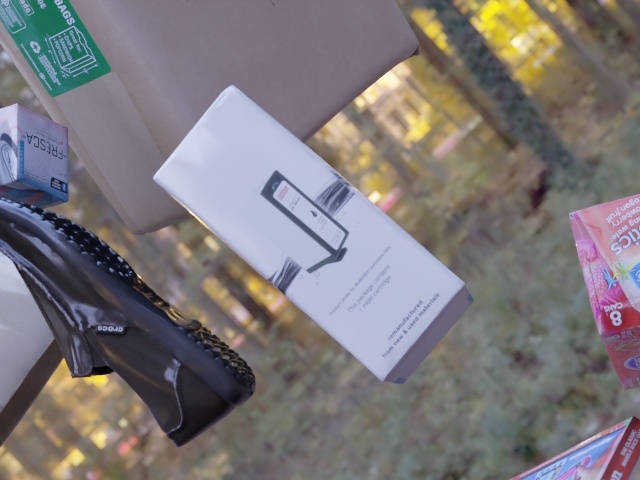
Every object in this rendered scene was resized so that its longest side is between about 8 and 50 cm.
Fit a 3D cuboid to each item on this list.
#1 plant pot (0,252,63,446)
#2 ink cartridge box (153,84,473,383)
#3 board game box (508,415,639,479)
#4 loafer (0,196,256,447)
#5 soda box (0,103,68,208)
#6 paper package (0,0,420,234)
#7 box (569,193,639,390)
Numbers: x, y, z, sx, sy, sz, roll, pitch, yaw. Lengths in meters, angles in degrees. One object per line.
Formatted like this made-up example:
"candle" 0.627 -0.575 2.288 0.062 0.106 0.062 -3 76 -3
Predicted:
"plant pot" -0.372 0.103 1.590 0.284 0.191 0.284 -55 2 3
"ink cartridge box" 0.000 0.000 1.077 0.086 0.203 0.148 -50 -10 1
"board game box" 0.206 0.266 1.515 0.145 0.027 0.281 -57 6 -31
"loafer" -0.146 0.053 1.027 0.078 0.220 0.080 -53 -14 4
"soda box" -0.273 -0.043 1.174 0.183 0.063 0.058 -15 -22 29
"paper package" -0.116 -0.214 1.383 0.168 0.325 0.309 -17 20 46
"box" 0.318 0.048 1.477 0.128 0.123 0.257 -14 -19 11
